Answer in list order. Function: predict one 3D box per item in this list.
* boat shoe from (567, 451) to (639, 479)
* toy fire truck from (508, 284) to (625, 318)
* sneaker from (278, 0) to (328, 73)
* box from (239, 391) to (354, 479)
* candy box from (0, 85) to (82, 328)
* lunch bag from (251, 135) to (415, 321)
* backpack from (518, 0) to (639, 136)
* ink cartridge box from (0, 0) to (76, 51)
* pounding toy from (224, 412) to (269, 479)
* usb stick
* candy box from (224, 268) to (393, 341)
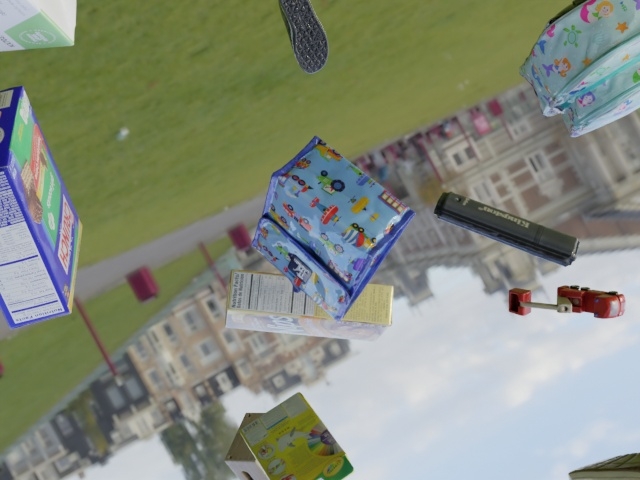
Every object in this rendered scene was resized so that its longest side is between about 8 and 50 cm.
[{"bbox_3d":[0.576,0.434,1.804,0.121,0.110,0.341,-9,176,-37],"label":"boat shoe"},{"bbox_3d":[0.480,0.122,2.037,0.135,0.047,0.192,-10,-167,-43],"label":"toy fire truck"},{"bbox_3d":[-0.043,-0.510,2.437,0.084,0.235,0.097,-18,-159,-3],"label":"sneaker"},{"bbox_3d":[-0.029,0.290,1.407,0.105,0.043,0.179,-32,-147,-9],"label":"box"},{"bbox_3d":[-0.519,-0.057,1.788,0.122,0.317,0.268,-12,-142,0],"label":"candy box"},{"bbox_3d":[0.000,0.000,1.847,0.138,0.221,0.293,-44,168,-37],"label":"lunch bag"},{"bbox_3d":[0.430,-0.282,1.575,0.225,0.191,0.253,-29,166,-2],"label":"backpack"},{"bbox_3d":[-0.513,-0.321,1.318,0.353,0.119,0.207,-3,167,10],"label":"ink cartridge box"},{"bbox_3d":[-0.117,0.419,1.969,0.100,0.141,0.130,-4,-137,31],"label":"pounding toy"},{"bbox_3d":[0.352,-0.024,1.965,0.077,0.278,0.045,-57,164,-47],"label":"usb stick"},{"bbox_3d":[-0.027,0.131,2.060,0.316,0.088,0.183,5,163,-5],"label":"candy box"}]
